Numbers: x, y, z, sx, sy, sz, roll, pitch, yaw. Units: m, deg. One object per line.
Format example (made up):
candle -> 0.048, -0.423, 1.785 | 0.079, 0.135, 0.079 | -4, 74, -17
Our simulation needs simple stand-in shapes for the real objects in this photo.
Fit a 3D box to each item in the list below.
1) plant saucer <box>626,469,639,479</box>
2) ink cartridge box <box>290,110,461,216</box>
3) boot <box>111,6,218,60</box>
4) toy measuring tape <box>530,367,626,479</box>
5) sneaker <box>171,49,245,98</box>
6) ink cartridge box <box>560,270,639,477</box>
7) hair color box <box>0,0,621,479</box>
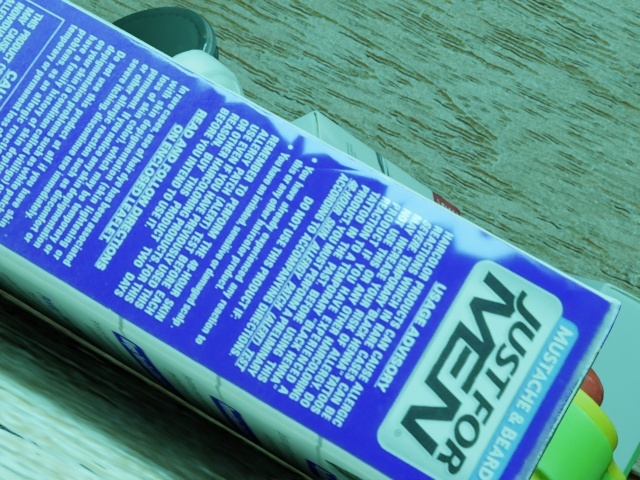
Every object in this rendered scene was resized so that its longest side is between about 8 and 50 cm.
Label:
plant saucer -> 0.414, 0.325, 1.406 | 0.310, 0.050, 0.310 | 29, 1, -1
ink cartridge box -> 0.000, 0.000, 1.266 | 0.197, 0.114, 0.273 | -22, -31, 29
boot -> -0.104, -0.056, 0.958 | 0.229, 0.263, 0.091 | 24, 47, -39
toy measuring tape -> 0.159, 0.148, 0.709 | 0.330, 0.121, 0.121 | 38, 1, 7
sneaker -> -0.054, -0.012, 0.839 | 0.123, 0.106, 0.290 | 37, -21, 22
ink cartridge box -> 0.268, 0.151, 1.371 | 0.121, 0.211, 0.289 | 28, -1, -8
hair color box -> -0.058, 0.006, 0.540 | 0.339, 0.110, 0.185 | 31, -13, 10
